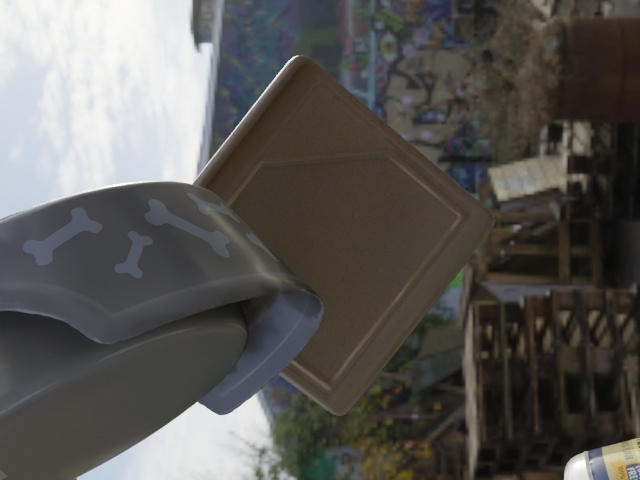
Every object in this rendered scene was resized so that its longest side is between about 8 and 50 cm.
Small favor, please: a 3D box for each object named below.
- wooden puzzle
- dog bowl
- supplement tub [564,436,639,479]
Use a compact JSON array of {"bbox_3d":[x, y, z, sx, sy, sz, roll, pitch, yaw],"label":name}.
[{"bbox_3d":[0.000,0.000,0.854,0.221,0.238,0.044,-52,20,0],"label":"wooden puzzle"},{"bbox_3d":[-0.171,0.090,0.653,0.102,0.348,0.349,58,175,17],"label":"dog bowl"},{"bbox_3d":[0.434,0.294,1.046,0.228,0.316,0.228,-19,-90,-77],"label":"supplement tub"}]
